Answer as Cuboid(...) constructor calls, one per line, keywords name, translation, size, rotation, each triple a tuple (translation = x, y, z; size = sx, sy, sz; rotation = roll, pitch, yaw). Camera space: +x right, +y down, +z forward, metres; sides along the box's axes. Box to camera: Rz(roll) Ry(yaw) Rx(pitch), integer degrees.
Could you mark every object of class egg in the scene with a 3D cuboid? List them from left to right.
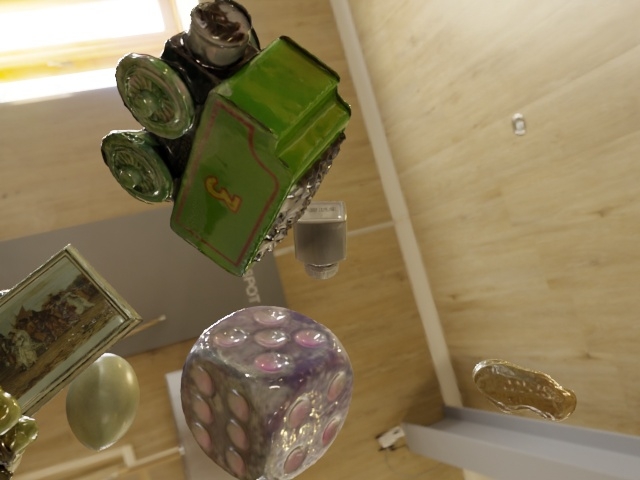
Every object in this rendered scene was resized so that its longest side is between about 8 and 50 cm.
Cuboid(name="egg", translation=(-0.576, 0.425, 1.778), size=(0.186, 0.187, 0.253), rotation=(121, -26, -63))

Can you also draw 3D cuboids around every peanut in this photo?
Cuboid(name="peanut", translation=(0.381, 0.284, 1.267), size=(0.194, 0.093, 0.083), rotation=(19, -42, 22))

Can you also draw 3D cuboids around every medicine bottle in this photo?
Cuboid(name="medicine bottle", translation=(0.000, 0.000, 1.657), size=(0.088, 0.132, 0.188), rotation=(-92, 180, -49))

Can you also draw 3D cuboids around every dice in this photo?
Cuboid(name="dice", translation=(-0.111, 0.316, 1.404), size=(0.270, 0.271, 0.270), rotation=(24, -59, 34))

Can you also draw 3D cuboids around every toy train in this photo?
Cuboid(name="toy train", translation=(-0.114, -0.118, 0.803), size=(0.249, 0.173, 0.307), rotation=(37, -39, 3))

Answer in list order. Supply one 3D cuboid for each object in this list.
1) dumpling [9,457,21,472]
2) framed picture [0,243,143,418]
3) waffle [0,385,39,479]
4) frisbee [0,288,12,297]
Cuboid(name="dumpling", translation=(-0.696, 0.465, 1.470), size=(0.169, 0.100, 0.134), rotation=(-60, 180, 12))
Cuboid(name="framed picture", translation=(-0.428, 0.144, 0.992), size=(0.217, 0.274, 0.017), rotation=(36, -22, 29))
Cuboid(name="waffle", translation=(-0.286, 0.102, 0.422), size=(0.214, 0.054, 0.208), rotation=(-23, -56, 38))
Cuboid(name="frisbee", translation=(-0.709, 0.142, 1.671), size=(0.242, 0.242, 0.045), rotation=(145, -53, -69))
